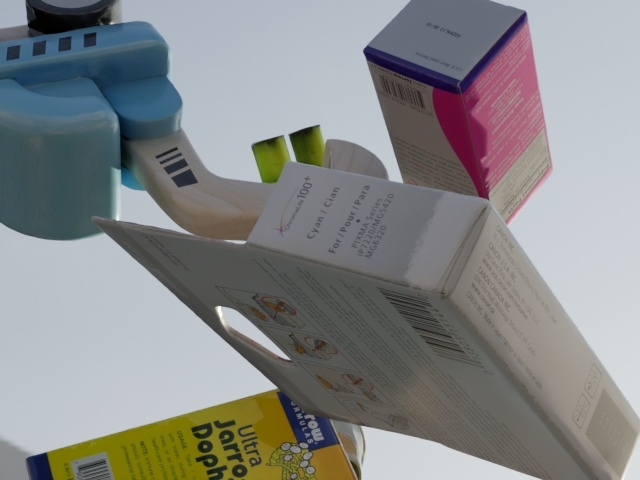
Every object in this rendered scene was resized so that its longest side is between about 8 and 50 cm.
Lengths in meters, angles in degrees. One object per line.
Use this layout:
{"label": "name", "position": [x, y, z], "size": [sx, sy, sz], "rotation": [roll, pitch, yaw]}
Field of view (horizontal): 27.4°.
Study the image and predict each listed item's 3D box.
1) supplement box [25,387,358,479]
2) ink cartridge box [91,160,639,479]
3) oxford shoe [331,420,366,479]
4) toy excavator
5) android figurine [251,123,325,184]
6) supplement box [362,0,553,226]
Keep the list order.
{"label": "supplement box", "position": [-0.145, 0.336, 1.559], "size": [0.356, 0.195, 0.194], "rotation": [-14, -41, -14]}
{"label": "ink cartridge box", "position": [0.038, 0.054, 0.838], "size": [0.261, 0.066, 0.296], "rotation": [12, -23, 36]}
{"label": "oxford shoe", "position": [-0.029, 0.461, 1.922], "size": [0.169, 0.130, 0.449], "rotation": [11, -77, -2]}
{"label": "toy excavator", "position": [-0.201, -0.091, 1.390], "size": [0.432, 0.445, 0.222], "rotation": [-13, -46, -23]}
{"label": "android figurine", "position": [0.000, 0.000, 1.583], "size": [0.056, 0.273, 0.248], "rotation": [-16, 2, 34]}
{"label": "supplement box", "position": [0.136, -0.119, 1.251], "size": [0.111, 0.114, 0.220], "rotation": [26, -28, 33]}
